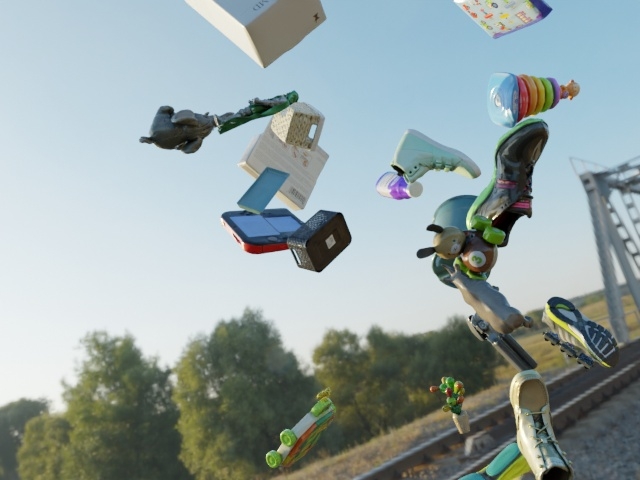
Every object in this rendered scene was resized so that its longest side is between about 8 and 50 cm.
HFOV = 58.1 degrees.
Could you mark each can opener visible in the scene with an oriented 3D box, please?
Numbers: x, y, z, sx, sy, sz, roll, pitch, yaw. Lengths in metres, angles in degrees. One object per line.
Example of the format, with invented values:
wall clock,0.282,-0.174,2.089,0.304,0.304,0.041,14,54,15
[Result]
can opener,0.645,0.367,2.069,0.076,0.283,0.095,-41,-7,-20

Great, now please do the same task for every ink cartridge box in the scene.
ink cartridge box,-0.129,-0.298,2.146,0.296,0.261,0.066,39,-26,-31

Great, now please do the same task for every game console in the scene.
game console,-0.220,-0.054,2.464,0.342,0.060,0.386,-10,28,-25

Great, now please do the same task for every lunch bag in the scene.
lunch bag,0.595,-0.782,1.864,0.138,0.221,0.293,-54,19,6

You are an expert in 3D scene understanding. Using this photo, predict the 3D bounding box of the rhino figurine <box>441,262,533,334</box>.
rhino figurine,0.370,0.127,1.329,0.106,0.243,0.073,9,-60,-54

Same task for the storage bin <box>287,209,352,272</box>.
storage bin,0.000,0.000,1.763,0.084,0.122,0.180,12,45,46

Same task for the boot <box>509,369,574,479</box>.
boot,0.432,0.379,1.125,0.077,0.213,0.165,-8,18,5

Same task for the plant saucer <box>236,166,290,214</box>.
plant saucer,-0.139,-0.124,1.425,0.067,0.192,0.018,19,-52,8

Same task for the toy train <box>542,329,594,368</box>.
toy train,0.703,0.306,1.634,0.036,0.158,0.027,-27,-43,-29

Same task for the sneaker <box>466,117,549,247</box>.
sneaker,0.666,-0.182,1.948,0.185,0.202,0.482,-4,-53,-24

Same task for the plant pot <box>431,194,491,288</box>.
plant pot,0.648,0.023,2.579,0.341,0.341,0.334,-26,22,33

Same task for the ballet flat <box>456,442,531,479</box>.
ballet flat,0.391,0.561,1.325,0.231,0.077,0.077,-33,11,-6

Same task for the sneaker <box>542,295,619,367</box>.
sneaker,0.907,0.329,2.018,0.111,0.300,0.121,-30,-29,-20

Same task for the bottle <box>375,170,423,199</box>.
bottle,0.335,-0.228,2.435,0.118,0.092,0.283,-48,21,-5

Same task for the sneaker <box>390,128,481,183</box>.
sneaker,0.332,-0.208,1.697,0.151,0.256,0.094,-59,-13,-8

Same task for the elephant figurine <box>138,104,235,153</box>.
elephant figurine,-0.433,-0.370,1.898,0.240,0.185,0.169,6,-15,29

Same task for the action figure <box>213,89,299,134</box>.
action figure,-0.165,-0.347,1.525,0.232,0.063,0.137,-21,13,-11

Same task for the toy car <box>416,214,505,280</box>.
toy car,0.348,0.015,1.489,0.189,0.149,0.155,10,-67,-16

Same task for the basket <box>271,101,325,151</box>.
basket,-0.071,-0.348,1.714,0.103,0.167,0.113,7,-67,-25

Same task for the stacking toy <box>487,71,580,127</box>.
stacking toy,0.723,-0.479,1.901,0.302,0.175,0.165,-9,21,-9

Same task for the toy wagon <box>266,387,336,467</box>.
toy wagon,-0.043,0.660,2.025,0.267,0.068,0.344,-15,-39,-54

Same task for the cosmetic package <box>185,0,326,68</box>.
cosmetic package,-0.219,-0.701,1.603,0.230,0.453,0.161,-41,-30,-6

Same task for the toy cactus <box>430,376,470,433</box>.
toy cactus,0.440,0.546,1.902,0.112,0.180,0.219,-17,-10,3
